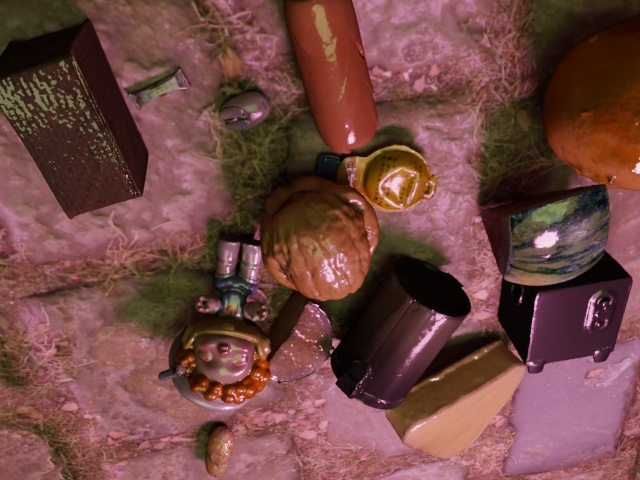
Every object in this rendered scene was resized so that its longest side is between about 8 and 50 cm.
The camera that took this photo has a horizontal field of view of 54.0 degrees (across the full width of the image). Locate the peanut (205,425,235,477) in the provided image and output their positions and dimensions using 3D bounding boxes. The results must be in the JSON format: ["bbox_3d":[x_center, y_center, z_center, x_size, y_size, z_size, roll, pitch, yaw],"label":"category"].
[{"bbox_3d":[-0.271,0.572,1.687,0.080,0.080,0.174,5,123,-14],"label":"peanut"}]

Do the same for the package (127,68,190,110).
[{"bbox_3d":[-0.290,-0.270,1.131,0.110,0.015,0.037,-24,120,5],"label":"package"}]

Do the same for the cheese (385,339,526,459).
[{"bbox_3d":[0.375,0.410,1.633,0.384,0.104,0.384,-21,138,-20],"label":"cheese"}]

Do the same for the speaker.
[{"bbox_3d":[0.564,0.156,1.486,0.232,0.184,0.254,-7,124,-6],"label":"speaker"}]

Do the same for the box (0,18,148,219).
[{"bbox_3d":[-0.408,-0.202,1.054,0.143,0.184,0.273,-17,126,0],"label":"box"}]

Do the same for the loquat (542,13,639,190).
[{"bbox_3d":[0.567,-0.244,1.123,0.328,0.328,0.328,-5,125,-7],"label":"loquat"}]

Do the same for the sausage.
[{"bbox_3d":[0.024,-0.297,1.105,0.121,0.121,0.304,-17,125,2],"label":"sausage"}]

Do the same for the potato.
[{"bbox_3d":[-0.040,0.224,1.474,0.138,0.098,0.243,21,115,-25],"label":"potato"}]

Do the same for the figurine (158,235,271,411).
[{"bbox_3d":[-0.184,0.178,1.380,0.224,0.205,0.382,22,101,-12],"label":"figurine"}]

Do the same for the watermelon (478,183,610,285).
[{"bbox_3d":[0.467,-0.042,1.307,0.213,0.201,0.262,-16,141,-4],"label":"watermelon"}]

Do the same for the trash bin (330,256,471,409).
[{"bbox_3d":[0.179,0.213,1.439,0.252,0.203,0.301,-11,138,-55],"label":"trash bin"}]

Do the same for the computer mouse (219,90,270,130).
[{"bbox_3d":[-0.141,-0.238,1.166,0.096,0.039,0.066,-22,125,6],"label":"computer mouse"}]

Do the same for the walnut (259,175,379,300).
[{"bbox_3d":[0.000,0.000,1.247,0.257,0.224,0.257,-10,129,-12],"label":"walnut"}]

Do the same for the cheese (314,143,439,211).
[{"bbox_3d":[0.113,-0.129,1.276,0.250,0.064,0.156,9,123,-5],"label":"cheese"}]
